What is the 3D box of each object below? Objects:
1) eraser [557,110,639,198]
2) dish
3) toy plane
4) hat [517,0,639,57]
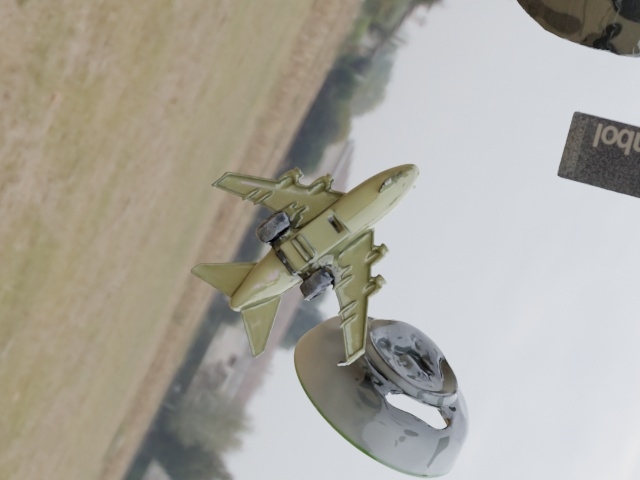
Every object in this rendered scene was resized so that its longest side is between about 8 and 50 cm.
[{"bbox_3d":[0.411,-0.097,1.510,0.046,0.212,0.092,1,106,-51],"label":"eraser"},{"bbox_3d":[0.123,0.218,1.902,0.124,0.324,0.324,-54,-174,23],"label":"dish"},{"bbox_3d":[0.000,0.000,1.244,0.256,0.242,0.104,-38,171,5],"label":"toy plane"},{"bbox_3d":[0.277,-0.344,0.992,0.257,0.366,0.381,-28,127,-71],"label":"hat"}]
